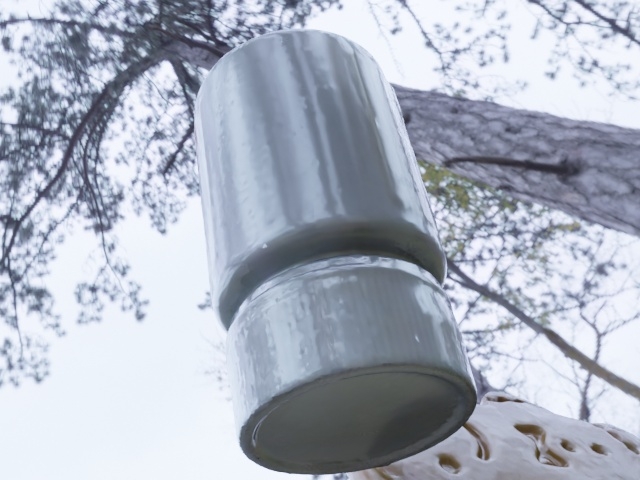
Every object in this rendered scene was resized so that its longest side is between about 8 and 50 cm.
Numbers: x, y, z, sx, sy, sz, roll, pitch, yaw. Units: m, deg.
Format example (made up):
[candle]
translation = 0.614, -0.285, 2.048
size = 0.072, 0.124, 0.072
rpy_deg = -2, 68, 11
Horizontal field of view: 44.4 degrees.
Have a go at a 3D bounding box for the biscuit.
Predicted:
[biscuit]
translation = 0.196, 0.221, 0.781
size = 0.354, 0.275, 0.052
rpy_deg = 11, -74, -8

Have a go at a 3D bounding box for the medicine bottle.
[medicine bottle]
translation = 0.000, 0.000, 0.715
size = 0.211, 0.372, 0.211
rpy_deg = -8, -36, -6
